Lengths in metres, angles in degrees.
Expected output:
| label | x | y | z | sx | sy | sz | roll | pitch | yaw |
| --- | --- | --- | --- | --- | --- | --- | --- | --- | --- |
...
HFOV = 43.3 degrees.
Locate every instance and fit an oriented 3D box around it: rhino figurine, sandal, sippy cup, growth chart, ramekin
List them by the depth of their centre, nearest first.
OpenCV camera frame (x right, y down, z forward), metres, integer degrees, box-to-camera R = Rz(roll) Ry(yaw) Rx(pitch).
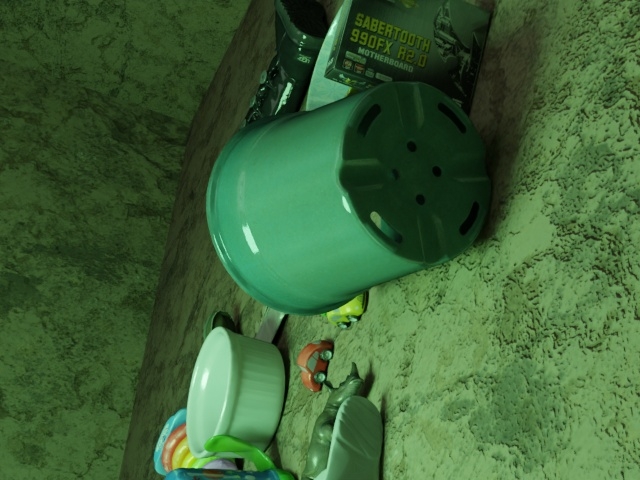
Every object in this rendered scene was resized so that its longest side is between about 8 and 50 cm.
| label | x | y | z | sx | sy | sz | roll | pitch | yaw |
| --- | --- | --- | --- | --- | --- | --- | --- | --- | --- |
| sandal | 0.037 | 0.362 | 1.184 | 0.076 | 0.101 | 0.265 | -50 | 21 | 52 |
| rhino figurine | 0.024 | 0.311 | 1.288 | 0.106 | 0.073 | 0.243 | -24 | 50 | 62 |
| sippy cup | -0.183 | 0.514 | 1.460 | 0.305 | 0.224 | 0.240 | -144 | 72 | -70 |
| ramekin | -0.181 | 0.333 | 1.728 | 0.277 | 0.135 | 0.277 | -166 | 90 | -68 |
| growth chart | -0.111 | 0.182 | 1.867 | 0.172 | 0.021 | 0.237 | -105 | 37 | -59 |

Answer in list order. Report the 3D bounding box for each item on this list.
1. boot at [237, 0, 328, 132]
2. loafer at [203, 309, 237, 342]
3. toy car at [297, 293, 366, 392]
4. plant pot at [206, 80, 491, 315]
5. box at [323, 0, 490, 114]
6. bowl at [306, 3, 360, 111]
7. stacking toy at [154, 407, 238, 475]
| label | x | y | z | sx | sy | sz | roll | pitch | yaw |
| --- | --- | --- | --- | --- | --- | --- | --- | --- | --- |
| boot | -0.126 | -0.455 | 2.319 | 0.367 | 0.146 | 0.445 | -97 | 26 | -54 |
| loafer | -0.243 | 0.274 | 2.081 | 0.087 | 0.094 | 0.251 | -45 | 35 | 32 |
| toy car | 0.002 | 0.136 | 1.532 | 0.225 | 0.053 | 0.239 | -103 | 35 | -56 |
| plant pot | 0.051 | -0.067 | 1.200 | 0.334 | 0.341 | 0.341 | -14 | 60 | 59 |
| box | 0.138 | -0.307 | 1.263 | 0.056 | 0.230 | 0.183 | 167 | 120 | -72 |
| bowl | 0.100 | -0.311 | 1.490 | 0.289 | 0.156 | 0.290 | -163 | 90 | -71 |
| stacking toy | -0.240 | 0.517 | 1.787 | 0.302 | 0.165 | 0.175 | 33 | 102 | 56 |
